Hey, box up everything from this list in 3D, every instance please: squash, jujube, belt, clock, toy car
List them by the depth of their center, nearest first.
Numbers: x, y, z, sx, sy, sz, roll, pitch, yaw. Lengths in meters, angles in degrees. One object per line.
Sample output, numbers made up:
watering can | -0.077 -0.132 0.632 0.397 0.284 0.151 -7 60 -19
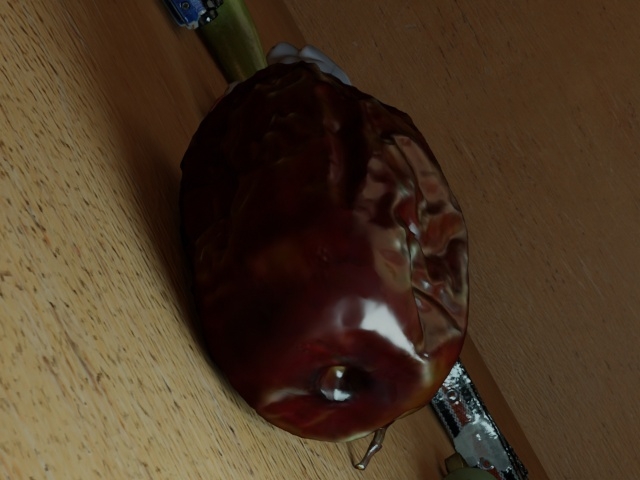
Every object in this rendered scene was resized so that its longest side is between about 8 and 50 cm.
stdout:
jujube | 0.001 0.000 1.001 0.276 0.276 0.377 53 24 -39
clock | -0.061 -0.154 1.467 0.189 0.189 0.254 58 24 -14
toy car | -0.199 -0.370 1.600 0.080 0.070 0.171 57 11 -20
squash | -0.135 -0.301 1.753 0.094 0.094 0.224 -82 149 -75
belt | 0.280 0.349 1.902 0.359 0.094 0.126 60 10 1

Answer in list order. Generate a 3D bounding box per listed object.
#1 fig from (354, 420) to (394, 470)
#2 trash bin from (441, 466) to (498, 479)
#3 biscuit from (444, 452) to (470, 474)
fig | 0.055 0.161 1.183 0.128 0.128 0.150 53 17 -37
trash bin | 0.239 0.435 1.333 0.243 0.121 0.247 58 7 -12
biscuit | 0.277 0.446 1.726 0.320 0.047 0.183 52 7 -47
